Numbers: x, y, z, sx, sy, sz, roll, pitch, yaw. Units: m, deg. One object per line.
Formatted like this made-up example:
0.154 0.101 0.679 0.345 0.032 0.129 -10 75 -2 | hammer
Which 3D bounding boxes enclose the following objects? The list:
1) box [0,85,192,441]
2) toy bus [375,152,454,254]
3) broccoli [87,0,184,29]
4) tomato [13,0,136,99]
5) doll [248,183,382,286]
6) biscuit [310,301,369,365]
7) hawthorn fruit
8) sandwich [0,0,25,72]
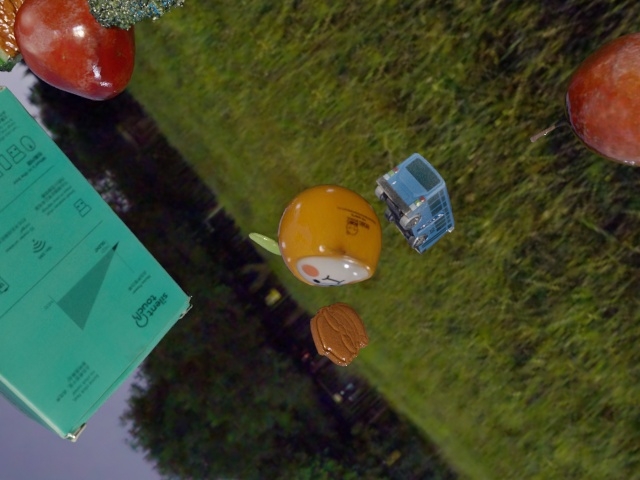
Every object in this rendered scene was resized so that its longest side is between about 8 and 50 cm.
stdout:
-0.312 0.027 0.768 0.118 0.205 0.311 1 135 52 | box
0.212 -0.075 1.601 0.116 0.133 0.234 51 178 26 | toy bus
-0.258 -0.379 1.059 0.160 0.154 0.167 -170 80 -72 | broccoli
-0.370 -0.298 1.127 0.187 0.187 0.151 49 -161 -30 | tomato
0.000 0.000 1.461 0.213 0.213 0.236 48 140 -16 | doll
0.032 0.151 1.226 0.130 0.019 0.102 -23 -99 -53 | biscuit
0.538 -0.253 1.285 0.263 0.235 0.231 32 176 22 | hawthorn fruit
-0.507 -0.398 1.221 0.079 0.159 0.235 159 91 -74 | sandwich
